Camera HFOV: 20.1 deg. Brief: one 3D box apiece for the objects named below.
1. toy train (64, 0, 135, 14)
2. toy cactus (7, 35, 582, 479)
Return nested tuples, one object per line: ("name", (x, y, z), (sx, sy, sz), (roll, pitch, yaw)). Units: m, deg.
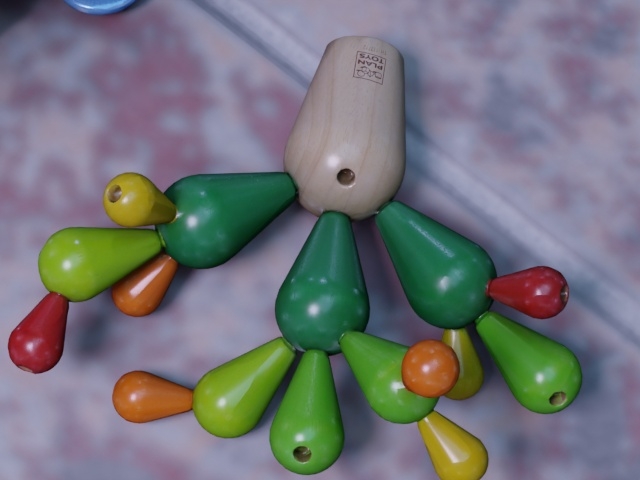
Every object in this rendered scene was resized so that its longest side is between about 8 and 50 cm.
("toy train", (-0.061, -0.168, 0.743), (0.184, 0.080, 0.105), (-24, 75, -11))
("toy cactus", (0.000, 0.000, 0.707), (0.218, 0.112, 0.181), (8, 66, 4))
